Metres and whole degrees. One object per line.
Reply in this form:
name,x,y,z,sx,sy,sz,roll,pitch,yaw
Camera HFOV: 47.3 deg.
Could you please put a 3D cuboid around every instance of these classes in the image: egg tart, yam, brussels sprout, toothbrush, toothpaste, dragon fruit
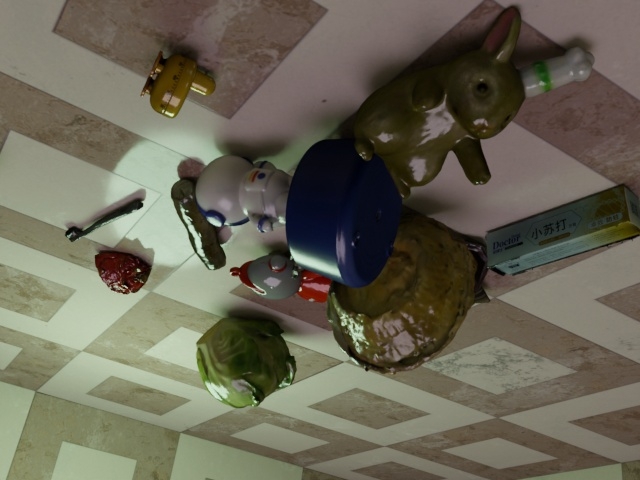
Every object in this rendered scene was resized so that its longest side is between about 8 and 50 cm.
egg tart,0.141,0.089,1.456,0.345,0.346,0.132,-9,152,27
yam,-0.272,-0.027,1.650,0.067,0.071,0.317,-28,149,-10
brussels sprout,-0.211,0.346,2.082,0.294,0.259,0.227,37,130,-4
toothbrush,-0.510,-0.045,1.716,0.297,0.030,0.030,-18,131,38
toothpaste,0.480,-0.011,1.467,0.071,0.089,0.312,24,146,-38
dragon fruit,-0.504,0.091,1.899,0.106,0.083,0.162,-14,141,29

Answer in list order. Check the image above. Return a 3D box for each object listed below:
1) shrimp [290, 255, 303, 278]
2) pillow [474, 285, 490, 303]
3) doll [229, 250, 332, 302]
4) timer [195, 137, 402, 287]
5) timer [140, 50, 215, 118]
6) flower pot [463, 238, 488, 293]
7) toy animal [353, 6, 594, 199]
shrimp,0.016,-0.001,1.617,0.145,0.059,0.254,0,141,-21
pillow,0.277,0.104,1.745,0.208,0.052,0.212,-8,142,25
doll,-0.053,0.092,1.773,0.336,0.106,0.200,6,151,-11
timer,-0.062,-0.077,1.373,0.383,0.271,0.270,11,153,24
timer,-0.233,-0.253,1.217,0.109,0.107,0.107,23,147,-18
flower pot,0.243,0.074,1.615,0.250,0.084,0.179,14,134,0
toy animal,0.218,-0.204,1.115,0.362,0.181,0.181,-19,135,36
